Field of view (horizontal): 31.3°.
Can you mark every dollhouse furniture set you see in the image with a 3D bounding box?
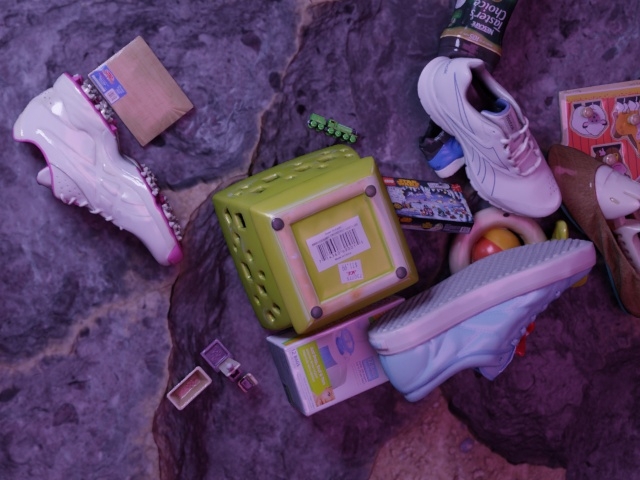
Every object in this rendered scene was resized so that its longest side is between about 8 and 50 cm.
[{"bbox_3d":[-0.156,0.219,1.672,0.114,0.081,0.091,-42,104,-11],"label":"dollhouse furniture set"}]

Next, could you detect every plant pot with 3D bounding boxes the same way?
[{"bbox_3d":[0.000,0.000,1.642,0.228,0.207,0.227,-23,101,-14],"label":"plant pot"}]

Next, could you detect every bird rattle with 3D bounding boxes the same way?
[{"bbox_3d":[0.292,0.050,1.806,0.253,0.143,0.207,-43,93,3],"label":"bird rattle"}]

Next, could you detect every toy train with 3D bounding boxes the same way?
[{"bbox_3d":[0.020,-0.170,1.735,0.083,0.017,0.024,20,77,-18],"label":"toy train"}]

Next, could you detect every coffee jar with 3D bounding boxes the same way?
[{"bbox_3d":[0.250,-0.350,1.762,0.096,0.079,0.184,19,88,-18],"label":"coffee jar"}]

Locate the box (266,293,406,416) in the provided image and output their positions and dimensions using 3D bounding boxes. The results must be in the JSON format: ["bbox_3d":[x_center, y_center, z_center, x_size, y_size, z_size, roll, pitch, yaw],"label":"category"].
[{"bbox_3d":[0.039,0.166,1.719,0.203,0.103,0.114,-21,100,-15],"label":"box"}]

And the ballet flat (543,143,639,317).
[{"bbox_3d":[0.483,-0.020,1.818,0.116,0.124,0.342,-45,111,-40],"label":"ballet flat"}]

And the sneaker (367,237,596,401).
[{"bbox_3d":[0.251,0.118,1.677,0.366,0.135,0.150,-24,106,-8],"label":"sneaker"}]

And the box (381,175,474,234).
[{"bbox_3d":[0.159,-0.055,1.749,0.137,0.094,0.027,4,131,-18],"label":"box"}]

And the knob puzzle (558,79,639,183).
[{"bbox_3d":[0.480,-0.159,1.874,0.213,0.030,0.213,-1,94,-18],"label":"knob puzzle"}]

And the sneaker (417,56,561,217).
[{"bbox_3d":[0.263,-0.148,1.694,0.111,0.129,0.297,-46,106,-15],"label":"sneaker"}]

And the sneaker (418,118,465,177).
[{"bbox_3d":[0.218,-0.177,1.775,0.152,0.058,0.084,-43,113,-4],"label":"sneaker"}]

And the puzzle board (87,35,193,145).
[{"bbox_3d":[-0.259,-0.215,1.648,0.096,0.011,0.128,-39,103,-10],"label":"puzzle board"}]

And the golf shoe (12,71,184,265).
[{"bbox_3d":[-0.308,-0.080,1.601,0.140,0.115,0.306,-34,96,-2],"label":"golf shoe"}]
